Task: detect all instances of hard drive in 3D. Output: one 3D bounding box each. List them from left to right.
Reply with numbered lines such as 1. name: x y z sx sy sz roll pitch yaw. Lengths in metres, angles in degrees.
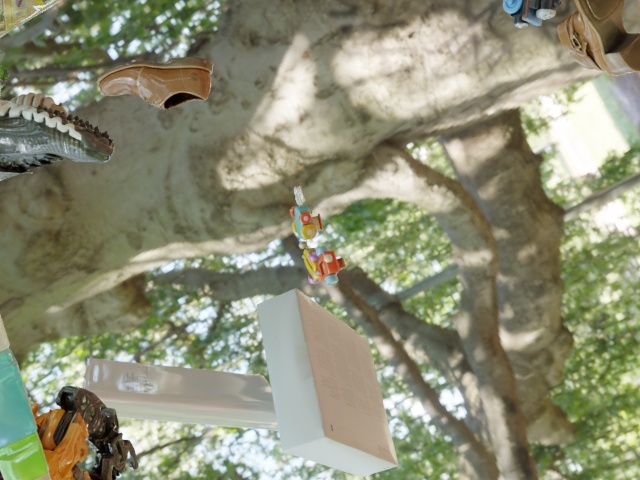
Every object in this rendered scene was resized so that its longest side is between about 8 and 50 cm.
1. hard drive: -0.264 0.287 1.481 0.233 0.353 0.047 -153 72 -74

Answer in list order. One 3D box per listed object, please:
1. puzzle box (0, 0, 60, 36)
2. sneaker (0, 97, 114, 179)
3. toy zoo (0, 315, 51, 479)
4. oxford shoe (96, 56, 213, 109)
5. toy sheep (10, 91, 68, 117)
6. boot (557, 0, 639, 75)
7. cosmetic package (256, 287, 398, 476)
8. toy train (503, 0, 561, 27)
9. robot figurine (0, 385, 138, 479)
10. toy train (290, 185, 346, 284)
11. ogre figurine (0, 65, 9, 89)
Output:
1. puzzle box: -0.290 -0.327 0.681 0.052 0.272 0.409 53 168 8
2. sneaker: -0.349 -0.110 0.914 0.234 0.106 0.078 17 -175 11
3. toy zoo: -0.228 0.008 0.475 0.192 0.030 0.293 51 150 33
4. oxford shoe: -0.279 -0.252 1.298 0.076 0.212 0.076 12 -102 -68
5. toy sheep: -0.520 -0.224 1.413 0.091 0.132 0.091 -178 90 -86
6. boot: 0.384 -0.322 1.136 0.197 0.073 0.152 58 178 -16
7. cosmetic package: 0.021 0.291 1.540 0.377 0.097 0.284 42 -152 -56
8. toy train: 0.408 -0.497 1.486 0.080 0.105 0.184 2 -87 -46
9. robot figurine: -0.236 0.272 0.694 0.211 0.085 0.291 -58 -35 -53
10. toy train: 0.000 0.000 1.215 0.125 0.046 0.166 112 143 -62
11. ogre figurine: -0.816 -0.351 1.793 0.197 0.097 0.118 0 -89 -54
